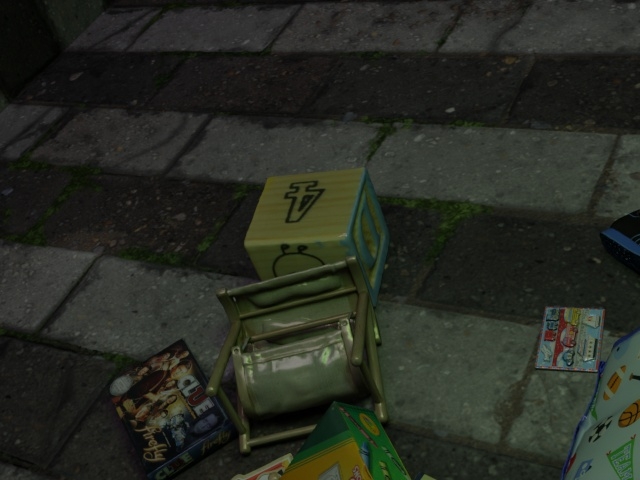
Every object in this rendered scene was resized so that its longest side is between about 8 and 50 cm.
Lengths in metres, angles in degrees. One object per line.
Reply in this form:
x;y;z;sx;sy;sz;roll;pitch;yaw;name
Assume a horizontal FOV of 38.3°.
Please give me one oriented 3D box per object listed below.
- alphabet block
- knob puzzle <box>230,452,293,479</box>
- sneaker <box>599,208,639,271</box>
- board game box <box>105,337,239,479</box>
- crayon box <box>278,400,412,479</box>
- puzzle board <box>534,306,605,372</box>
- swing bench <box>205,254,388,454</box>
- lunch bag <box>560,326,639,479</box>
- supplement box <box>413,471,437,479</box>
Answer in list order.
0.000;0.000;1.686;0.197;0.192;0.193;-5;41;21;alphabet block
-0.103;0.423;1.390;0.213;0.030;0.213;-13;42;11;knob puzzle
0.557;0.022;1.489;0.090;0.081;0.232;-36;40;-5;sneaker
-0.259;0.291;1.596;0.165;0.042;0.243;-31;41;-11;board game box
0.053;0.379;1.263;0.165;0.081;0.278;-57;36;20;crayon box
0.398;0.155;1.470;0.096;0.011;0.128;0;45;25;puzzle board
-0.036;0.183;1.524;0.253;0.165;0.255;-14;37;11;swing bench
0.490;0.255;1.137;0.385;0.239;0.328;-13;36;47;lunch bag
0.156;0.386;1.290;0.083;0.056;0.083;18;55;38;supplement box
